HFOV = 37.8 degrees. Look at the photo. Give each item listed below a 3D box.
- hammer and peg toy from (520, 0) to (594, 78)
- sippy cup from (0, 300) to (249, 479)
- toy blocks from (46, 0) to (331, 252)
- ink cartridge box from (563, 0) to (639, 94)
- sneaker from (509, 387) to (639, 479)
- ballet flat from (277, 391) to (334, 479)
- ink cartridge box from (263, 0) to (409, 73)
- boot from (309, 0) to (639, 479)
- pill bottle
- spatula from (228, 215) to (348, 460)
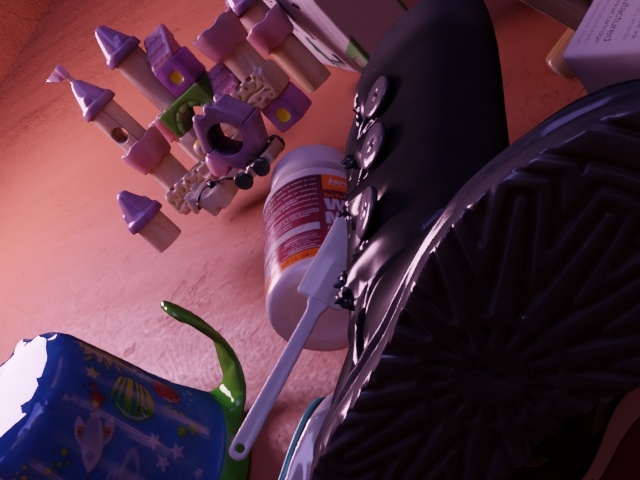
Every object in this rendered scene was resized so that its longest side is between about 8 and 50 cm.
[{"bbox_3d":[0.144,-0.331,0.951,0.127,0.361,0.266,-54,24,31],"label":"hammer and peg toy"},{"bbox_3d":[-0.228,0.212,0.932,0.240,0.224,0.306,-19,41,38],"label":"sippy cup"},{"bbox_3d":[-0.189,-0.186,1.198,0.288,0.260,0.309,-35,17,32],"label":"toy blocks"},{"bbox_3d":[0.341,-0.149,0.677,0.232,0.168,0.171,8,61,53],"label":"ink cartridge box"},{"bbox_3d":[0.175,0.084,0.669,0.283,0.124,0.107,-46,31,4],"label":"sneaker"},{"bbox_3d":[-0.010,0.299,0.669,0.139,0.139,0.400,-4,55,49],"label":"ballet flat"},{"bbox_3d":[0.018,-0.312,1.267,0.093,0.160,0.219,-51,30,-5],"label":"ink cartridge box"},{"bbox_3d":[0.120,-0.063,0.675,0.367,0.146,0.445,-51,16,35],"label":"boot"},{"bbox_3d":[0.000,0.000,0.982,0.121,0.121,0.221,-34,34,22],"label":"pill bottle"},{"bbox_3d":[0.037,0.111,0.821,0.242,0.168,0.019,-62,-7,-18],"label":"spatula"}]
